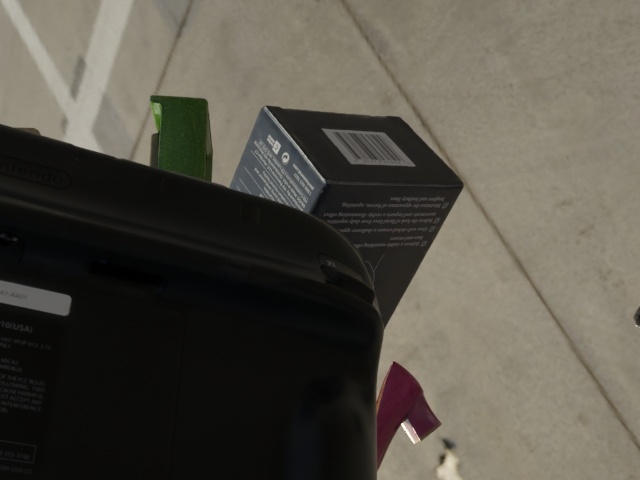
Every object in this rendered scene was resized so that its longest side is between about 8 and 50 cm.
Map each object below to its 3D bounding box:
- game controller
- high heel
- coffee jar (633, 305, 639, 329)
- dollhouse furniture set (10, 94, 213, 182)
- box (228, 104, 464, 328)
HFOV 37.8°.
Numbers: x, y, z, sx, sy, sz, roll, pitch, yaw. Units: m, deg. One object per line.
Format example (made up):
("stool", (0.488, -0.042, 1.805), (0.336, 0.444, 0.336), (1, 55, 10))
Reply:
("game controller", (-0.119, 0.036, 0.324), (0.067, 0.319, 0.167), (-33, 46, 59))
("high heel", (0.056, 0.279, 1.344), (0.117, 0.244, 0.082), (55, 160, 9))
("coffee jar", (0.593, 0.085, 1.533), (0.079, 0.096, 0.184), (37, 97, 37))
("dollhouse furniture set", (-0.187, 0.013, 0.776), (0.301, 0.197, 0.151), (104, 165, -72))
("box", (0.000, 0.000, 1.569), (0.212, 0.293, 0.396), (52, 129, 37))
